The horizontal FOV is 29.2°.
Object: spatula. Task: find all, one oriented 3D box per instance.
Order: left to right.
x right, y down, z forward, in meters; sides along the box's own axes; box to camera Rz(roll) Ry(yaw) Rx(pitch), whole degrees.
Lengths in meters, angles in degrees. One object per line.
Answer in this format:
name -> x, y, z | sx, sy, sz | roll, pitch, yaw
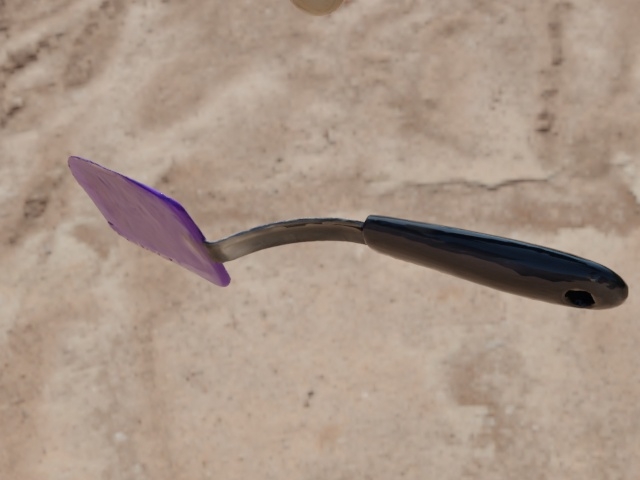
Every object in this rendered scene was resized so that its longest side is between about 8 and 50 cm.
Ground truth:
spatula -> 0.000, 0.000, 0.587 | 0.296, 0.084, 0.030 | 7, 58, 27

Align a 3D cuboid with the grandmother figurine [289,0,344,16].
grandmother figurine -> -0.031, -0.195, 0.520 | 0.342, 0.104, 0.208 | 2, 54, -28
